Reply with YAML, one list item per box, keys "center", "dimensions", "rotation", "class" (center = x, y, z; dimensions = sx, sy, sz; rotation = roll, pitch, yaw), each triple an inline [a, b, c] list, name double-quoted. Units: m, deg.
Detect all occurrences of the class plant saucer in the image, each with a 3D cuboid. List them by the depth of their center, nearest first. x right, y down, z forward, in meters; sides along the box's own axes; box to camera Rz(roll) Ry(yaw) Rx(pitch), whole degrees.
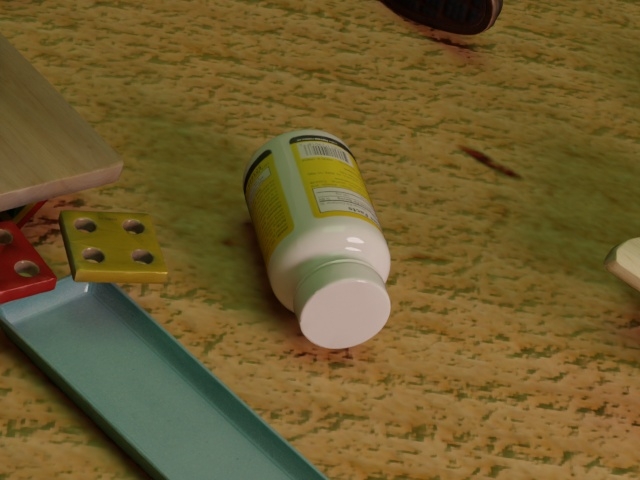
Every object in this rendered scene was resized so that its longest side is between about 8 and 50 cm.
- center: [-0.072, 0.082, 0.839]
  dimensions: [0.192, 0.018, 0.067]
  rotation: [40, 42, 26]
  class: "plant saucer"

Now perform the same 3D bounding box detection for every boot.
- center: [0.073, -0.219, 1.235]
  dimensions: [0.106, 0.082, 0.219]
  rotation: [-20, 49, -37]
  class: "boot"

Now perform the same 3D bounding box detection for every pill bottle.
- center: [0.000, 0.000, 0.935]
  dimensions: [0.065, 0.065, 0.116]
  rotation: [4, 39, -19]
  class: "pill bottle"

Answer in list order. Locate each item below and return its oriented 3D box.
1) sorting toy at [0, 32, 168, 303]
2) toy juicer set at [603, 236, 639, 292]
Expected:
- center: [-0.189, -0.042, 0.924]
  dimensions: [0.132, 0.046, 0.274]
  rotation: [-18, 49, -39]
  class: "sorting toy"
- center: [0.278, 0.036, 1.008]
  dimensions: [0.209, 0.089, 0.329]
  rotation: [46, 38, 6]
  class: "toy juicer set"
